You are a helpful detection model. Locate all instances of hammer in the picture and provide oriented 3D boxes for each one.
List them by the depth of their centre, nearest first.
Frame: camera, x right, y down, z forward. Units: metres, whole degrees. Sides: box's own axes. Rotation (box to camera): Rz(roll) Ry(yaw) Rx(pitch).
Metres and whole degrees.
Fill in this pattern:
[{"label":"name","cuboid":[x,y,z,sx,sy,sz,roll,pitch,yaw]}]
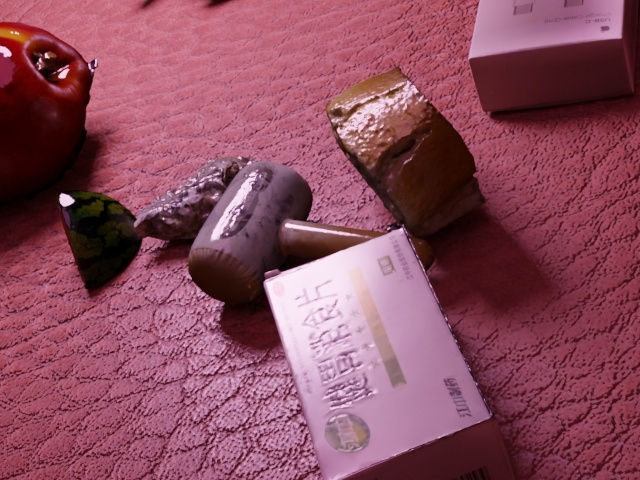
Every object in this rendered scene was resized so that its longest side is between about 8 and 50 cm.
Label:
[{"label":"hammer","cuboid":[0.000,0.000,1.620,0.305,0.113,0.202,8,51,26]}]

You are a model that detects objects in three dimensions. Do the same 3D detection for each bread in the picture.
[{"label":"bread","cuboid":[0.095,-0.113,1.634,0.124,0.186,0.257,-32,26,-1]}]

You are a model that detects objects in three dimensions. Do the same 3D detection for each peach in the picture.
[{"label":"peach","cuboid":[-0.521,-0.187,1.964,0.362,0.201,0.257,-23,61,18]}]

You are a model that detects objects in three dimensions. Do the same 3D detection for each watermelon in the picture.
[{"label":"watermelon","cuboid":[-0.316,0.007,1.800,0.094,0.125,0.135,-28,47,46]}]

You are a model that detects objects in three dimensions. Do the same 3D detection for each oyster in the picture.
[{"label":"oyster","cuboid":[-0.163,-0.059,1.797,0.125,0.064,0.177,6,45,37]}]

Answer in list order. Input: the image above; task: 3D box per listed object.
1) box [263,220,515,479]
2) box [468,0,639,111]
[{"label":"box","cuboid":[0.066,0.147,1.377,0.173,0.145,0.333,-21,39,1]},{"label":"box","cuboid":[0.320,-0.293,1.792,0.203,0.106,0.251,-4,44,20]}]
